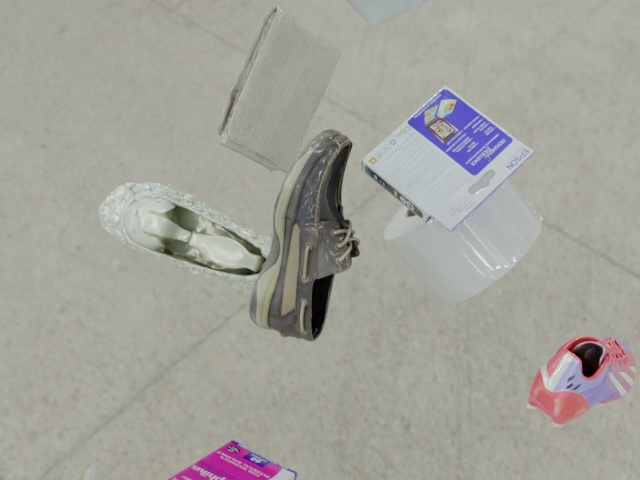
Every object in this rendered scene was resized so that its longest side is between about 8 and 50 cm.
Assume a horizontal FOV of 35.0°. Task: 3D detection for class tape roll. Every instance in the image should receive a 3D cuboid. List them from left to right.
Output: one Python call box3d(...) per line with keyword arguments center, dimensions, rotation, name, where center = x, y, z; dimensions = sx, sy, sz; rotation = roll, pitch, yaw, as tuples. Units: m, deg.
box3d(center=(0.259, -0.024, 1.864), dimensions=(0.246, 0.169, 0.246), rotation=(-41, 10, 9), name="tape roll")

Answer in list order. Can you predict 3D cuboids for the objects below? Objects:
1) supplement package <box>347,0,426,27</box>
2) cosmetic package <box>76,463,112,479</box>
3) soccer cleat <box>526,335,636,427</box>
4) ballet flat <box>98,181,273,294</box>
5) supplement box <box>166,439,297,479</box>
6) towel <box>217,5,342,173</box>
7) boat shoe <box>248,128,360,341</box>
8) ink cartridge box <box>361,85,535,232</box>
box3d(center=(0.088, -0.422, 1.323), dimensions=(0.194, 0.203, 0.149), rotation=(-11, 41, 58), name="supplement package")
box3d(center=(-0.391, 0.504, 1.377), dimensions=(0.365, 0.155, 0.197), rotation=(-45, 7, -8), name="cosmetic package")
box3d(center=(0.331, 0.150, 1.223), dimensions=(0.083, 0.095, 0.248), rotation=(37, 29, 27), name="soccer cleat")
box3d(center=(-0.244, -0.013, 1.909), dimensions=(0.409, 0.147, 0.147), rotation=(20, 57, 10), name="ballet flat")
box3d(center=(-0.136, 0.362, 1.329), dimensions=(0.111, 0.114, 0.220), rotation=(22, 16, 20), name="supplement box")
box3d(center=(-0.080, -0.282, 1.943), dimensions=(0.049, 0.187, 0.282), rotation=(23, 87, 48), name="towel")
box3d(center=(0.000, 0.000, 1.541), dimensions=(0.130, 0.355, 0.132), rotation=(26, 32, 15), name="boat shoe")
box3d(center=(0.212, -0.131, 1.690), dimensions=(0.206, 0.045, 0.208), rotation=(-42, 64, -13), name="ink cartridge box")
